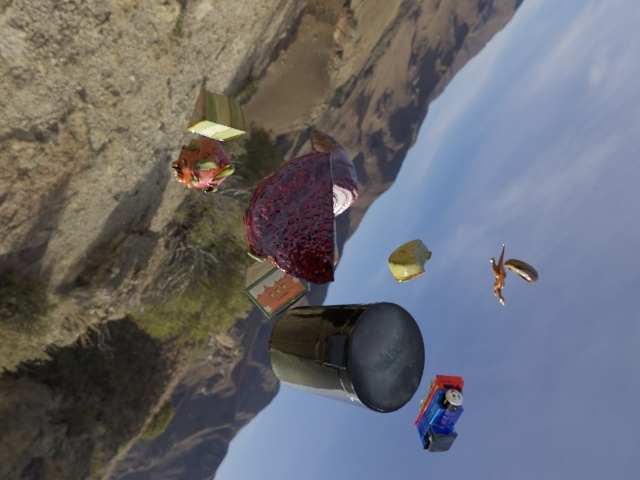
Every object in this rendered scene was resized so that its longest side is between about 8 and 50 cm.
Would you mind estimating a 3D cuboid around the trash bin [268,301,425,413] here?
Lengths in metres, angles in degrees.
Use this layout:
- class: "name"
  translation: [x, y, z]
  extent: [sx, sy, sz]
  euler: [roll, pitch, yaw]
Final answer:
- class: "trash bin"
  translation: [0.039, 0.233, 0.960]
  extent: [0.301, 0.252, 0.203]
  euler: [-12, -111, 54]

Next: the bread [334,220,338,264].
- class: "bread"
  translation: [0.000, 0.000, 1.898]
  extent: [0.142, 0.091, 0.305]
  euler: [-25, -144, 15]

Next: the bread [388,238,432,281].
- class: "bread"
  translation: [0.275, 0.066, 1.427]
  extent: [0.125, 0.086, 0.156]
  euler: [-18, -159, 31]

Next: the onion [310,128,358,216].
- class: "onion"
  translation: [0.049, -0.241, 1.505]
  extent: [0.314, 0.146, 0.280]
  euler: [55, 30, -68]

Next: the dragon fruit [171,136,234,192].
- class: "dragon fruit"
  translation: [-0.470, -0.303, 1.817]
  extent: [0.227, 0.224, 0.224]
  euler: [-43, -176, 3]

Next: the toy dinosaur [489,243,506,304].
- class: "toy dinosaur"
  translation: [0.692, 0.133, 1.755]
  extent: [0.142, 0.057, 0.212]
  euler: [-75, 153, -48]

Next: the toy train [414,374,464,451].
- class: "toy train"
  translation: [0.339, 0.480, 1.268]
  extent: [0.131, 0.082, 0.204]
  euler: [-99, -161, -56]

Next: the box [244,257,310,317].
- class: "box"
  translation: [-0.148, 0.135, 1.569]
  extent: [0.177, 0.148, 0.195]
  euler: [-36, -162, 4]

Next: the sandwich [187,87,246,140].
- class: "sandwich"
  translation: [-0.274, -0.287, 1.181]
  extent: [0.144, 0.117, 0.187]
  euler: [-61, -149, 33]

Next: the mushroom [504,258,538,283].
- class: "mushroom"
  translation: [0.698, 0.101, 1.570]
  extent: [0.052, 0.123, 0.123]
  euler: [-57, -176, -1]

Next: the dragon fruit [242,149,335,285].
- class: "dragon fruit"
  translation: [-0.081, -0.058, 1.061]
  extent: [0.152, 0.205, 0.317]
  euler: [-130, -142, -67]
